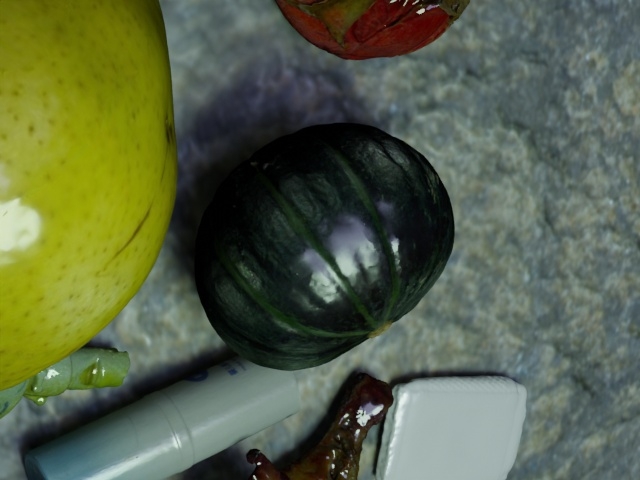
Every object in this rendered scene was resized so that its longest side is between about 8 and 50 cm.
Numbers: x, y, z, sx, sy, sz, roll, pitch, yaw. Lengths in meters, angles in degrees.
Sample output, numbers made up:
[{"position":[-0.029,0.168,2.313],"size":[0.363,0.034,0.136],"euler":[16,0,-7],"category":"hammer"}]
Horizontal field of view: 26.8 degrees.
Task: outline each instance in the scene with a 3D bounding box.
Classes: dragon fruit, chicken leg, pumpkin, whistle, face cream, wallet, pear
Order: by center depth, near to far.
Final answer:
[{"position":[-0.271,-0.076,0.920],"size":[0.418,0.362,0.362],"euler":[-52,127,-41],"category":"pear"},{"position":[-0.260,0.108,1.156],"size":[0.198,0.057,0.104],"euler":[0,113,-39],"category":"whistle"},{"position":[0.072,-0.265,1.206],"size":[0.218,0.148,0.223],"euler":[-33,117,-20],"category":"dragon fruit"},{"position":[0.000,0.000,1.208],"size":[0.250,0.216,0.250],"euler":[-24,143,-19],"category":"pumpkin"},{"position":[-0.141,0.176,1.228],"size":[0.250,0.077,0.077],"euler":[-24,114,-27],"category":"face cream"},{"position":[-0.031,0.256,1.293],"size":[0.322,0.083,0.177],"euler":[-27,125,-48],"category":"chicken leg"},{"position":[0.142,0.205,1.444],"size":[0.183,0.032,0.124],"euler":[3,101,-35],"category":"wallet"}]
